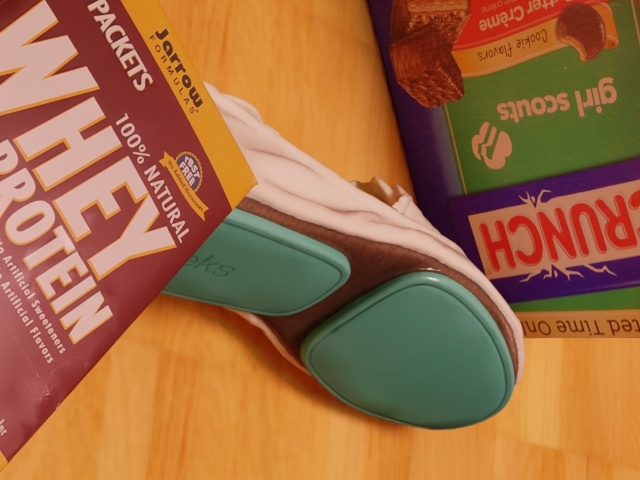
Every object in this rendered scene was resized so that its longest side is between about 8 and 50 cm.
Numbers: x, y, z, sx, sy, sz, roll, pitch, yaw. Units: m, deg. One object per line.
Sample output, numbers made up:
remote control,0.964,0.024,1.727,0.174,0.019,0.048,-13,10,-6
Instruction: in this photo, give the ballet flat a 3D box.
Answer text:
ballet flat,0.000,0.000,0.811,0.400,0.139,0.139,31,61,-47

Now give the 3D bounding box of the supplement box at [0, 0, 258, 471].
supplement box,-0.169,-0.009,0.546,0.194,0.191,0.129,-52,122,-43

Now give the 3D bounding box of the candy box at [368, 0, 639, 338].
candy box,0.182,-0.096,0.927,0.122,0.268,0.317,-24,102,-43
